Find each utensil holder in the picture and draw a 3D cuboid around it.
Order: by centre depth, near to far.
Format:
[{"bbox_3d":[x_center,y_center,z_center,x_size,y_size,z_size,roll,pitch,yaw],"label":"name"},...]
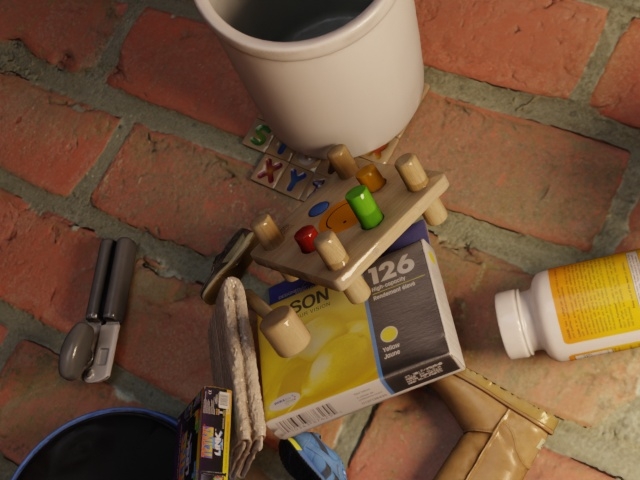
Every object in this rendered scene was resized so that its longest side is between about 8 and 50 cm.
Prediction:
[{"bbox_3d":[-0.002,-0.344,1.607,0.327,0.385,0.328,-4,68,10],"label":"utensil holder"}]

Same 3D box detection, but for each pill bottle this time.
[{"bbox_3d":[0.382,0.098,1.431,0.245,0.136,0.136,-14,63,16],"label":"pill bottle"}]

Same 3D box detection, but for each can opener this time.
[{"bbox_3d":[-0.387,0.119,1.770,0.074,0.093,0.280,-3,62,22],"label":"can opener"}]

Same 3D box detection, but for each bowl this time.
[{"bbox_3d":[-0.325,0.442,1.557,0.391,0.077,0.391,-6,59,9],"label":"bowl"}]

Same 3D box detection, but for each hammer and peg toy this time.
[{"bbox_3d":[0.000,0.000,1.547,0.361,0.127,0.266,-43,30,-19],"label":"hammer and peg toy"}]

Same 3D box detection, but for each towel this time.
[{"bbox_3d":[-0.133,0.216,1.564,0.049,0.187,0.282,-1,60,-17],"label":"towel"}]

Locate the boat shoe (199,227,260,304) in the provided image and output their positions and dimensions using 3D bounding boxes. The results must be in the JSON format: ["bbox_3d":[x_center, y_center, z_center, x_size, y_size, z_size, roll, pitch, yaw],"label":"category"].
[{"bbox_3d":[-0.161,0.044,1.730,0.049,0.056,0.152,27,70,35],"label":"boat shoe"}]

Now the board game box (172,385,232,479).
[{"bbox_3d":[-0.177,0.320,1.468,0.048,0.141,0.170,13,56,-21],"label":"board game box"}]

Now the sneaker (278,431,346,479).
[{"bbox_3d":[0.017,0.358,1.483,0.209,0.082,0.069,48,134,46],"label":"sneaker"}]

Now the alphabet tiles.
[{"bbox_3d":[0.023,-0.226,1.798,0.285,0.011,0.342,24,78,29],"label":"alphabet tiles"}]

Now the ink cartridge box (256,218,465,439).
[{"bbox_3d":[0.046,0.119,1.545,0.303,0.072,0.307,-25,47,16],"label":"ink cartridge box"}]

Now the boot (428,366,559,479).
[{"bbox_3d":[0.186,0.324,1.439,0.236,0.089,0.269,27,80,30],"label":"boot"}]
